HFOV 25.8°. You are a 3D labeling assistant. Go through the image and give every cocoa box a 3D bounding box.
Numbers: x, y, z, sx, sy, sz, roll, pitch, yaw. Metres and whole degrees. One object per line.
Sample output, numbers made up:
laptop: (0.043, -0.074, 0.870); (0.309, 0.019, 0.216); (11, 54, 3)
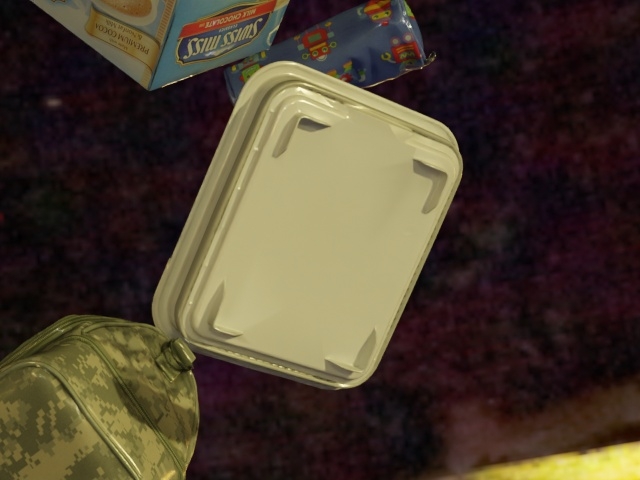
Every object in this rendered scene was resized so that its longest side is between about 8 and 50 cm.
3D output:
cocoa box: (-0.207, -0.366, 1.533); (0.231, 0.347, 0.228); (-29, 150, -51)

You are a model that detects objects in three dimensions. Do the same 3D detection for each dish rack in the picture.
dish rack: (0.000, 0.000, 1.505); (0.285, 0.333, 0.072); (19, -172, -27)

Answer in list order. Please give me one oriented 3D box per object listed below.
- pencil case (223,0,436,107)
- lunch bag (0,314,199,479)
pencil case: (0.011, -0.260, 2.080); (0.306, 0.119, 0.133); (-23, 148, 7)
lunch bag: (-0.280, 0.222, 1.411); (0.305, 0.213, 0.256); (-36, -179, 19)
